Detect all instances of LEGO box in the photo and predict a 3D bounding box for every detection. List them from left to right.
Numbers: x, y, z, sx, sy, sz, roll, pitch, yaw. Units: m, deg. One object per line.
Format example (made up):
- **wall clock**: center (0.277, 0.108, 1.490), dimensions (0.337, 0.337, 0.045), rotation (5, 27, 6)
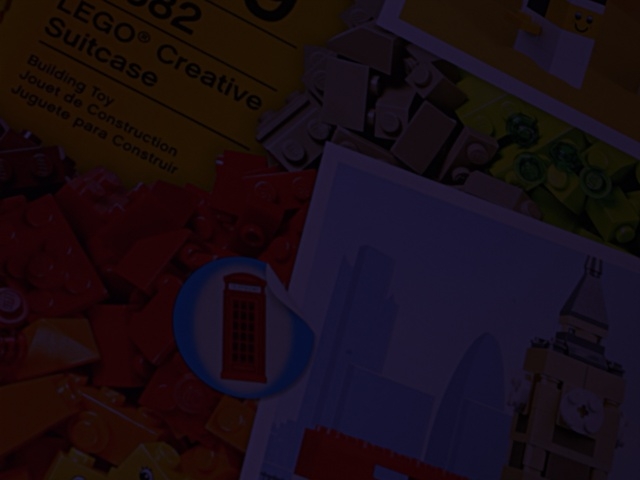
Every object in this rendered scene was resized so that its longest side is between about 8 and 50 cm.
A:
- **LEGO box**: center (0.103, 0.062, 0.624), dimensions (0.500, 0.372, 0.193), rotation (27, 151, -8)
